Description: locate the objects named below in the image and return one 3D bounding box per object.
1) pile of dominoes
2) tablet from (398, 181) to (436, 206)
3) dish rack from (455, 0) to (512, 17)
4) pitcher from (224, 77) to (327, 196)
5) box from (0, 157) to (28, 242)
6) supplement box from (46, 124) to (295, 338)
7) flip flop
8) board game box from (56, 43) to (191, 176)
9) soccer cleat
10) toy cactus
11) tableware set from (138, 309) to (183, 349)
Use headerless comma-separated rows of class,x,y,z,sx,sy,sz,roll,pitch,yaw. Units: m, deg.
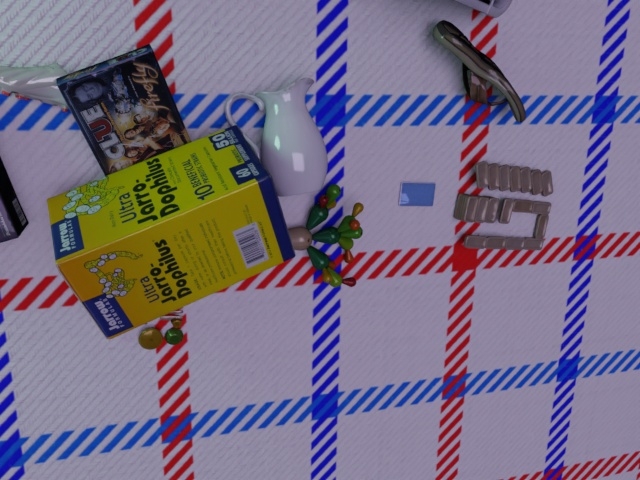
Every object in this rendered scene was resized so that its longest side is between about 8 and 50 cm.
pile of dominoes,0.423,-0.078,1.378,0.251,0.040,0.196,2,104,-27
tablet,0.210,-0.100,1.308,0.083,0.006,0.054,0,106,-17
dish rack,0.296,-0.557,1.044,0.333,0.072,0.285,-14,133,-53
pitcher,-0.081,-0.188,1.140,0.177,0.125,0.207,-9,98,6
box,-0.630,-0.108,0.990,0.184,0.103,0.261,-18,110,-9
supplement box,-0.255,-0.021,1.051,0.356,0.194,0.195,-24,133,-10
flip flop,0.318,-0.334,1.230,0.277,0.112,0.080,32,120,-25
board game box,-0.325,-0.196,1.056,0.165,0.042,0.243,-24,127,-9
soccer cleat,-0.475,-0.268,1.013,0.196,0.068,0.076,13,96,-28
toy cactus,0.000,0.000,1.229,0.180,0.112,0.219,-4,115,-6
tableware set,-0.350,0.169,1.201,0.154,0.024,0.104,1,108,-19
